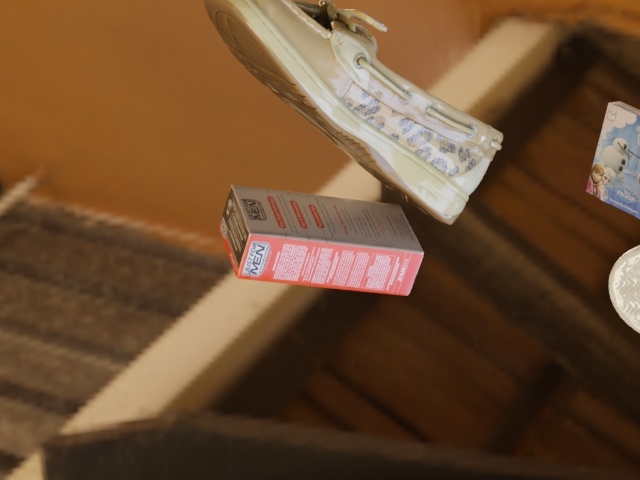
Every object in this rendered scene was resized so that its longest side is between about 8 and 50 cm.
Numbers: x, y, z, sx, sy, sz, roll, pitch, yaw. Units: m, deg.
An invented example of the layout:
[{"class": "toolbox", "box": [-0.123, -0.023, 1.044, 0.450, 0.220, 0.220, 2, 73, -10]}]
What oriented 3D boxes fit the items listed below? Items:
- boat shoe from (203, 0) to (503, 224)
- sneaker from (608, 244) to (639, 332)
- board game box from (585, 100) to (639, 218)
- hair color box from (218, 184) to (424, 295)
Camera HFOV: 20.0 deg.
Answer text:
[{"class": "boat shoe", "box": [0.027, -0.119, 1.341, 0.089, 0.285, 0.104, -52, -139, -1]}, {"class": "sneaker", "box": [0.396, 0.018, 1.524, 0.293, 0.108, 0.169, -3, -164, 15]}, {"class": "board game box", "box": [0.289, -0.068, 1.637, 0.020, 0.090, 0.090, -10, -150, -43]}, {"class": "hair color box", "box": [0.000, 0.000, 1.381, 0.141, 0.043, 0.072, 7, -149, -20]}]
